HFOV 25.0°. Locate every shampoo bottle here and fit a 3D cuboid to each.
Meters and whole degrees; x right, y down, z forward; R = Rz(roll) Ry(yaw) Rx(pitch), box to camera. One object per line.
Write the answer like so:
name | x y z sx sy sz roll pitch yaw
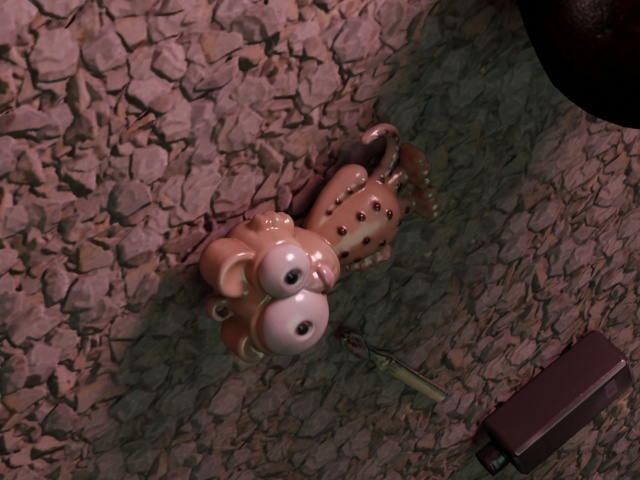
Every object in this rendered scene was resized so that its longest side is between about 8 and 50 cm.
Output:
shampoo bottle | 0.321 0.235 2.015 0.246 0.079 0.080 -39 143 -6

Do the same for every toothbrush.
toothbrush | 0.094 0.158 1.772 0.026 0.028 0.294 -46 149 6

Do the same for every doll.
doll | 0.001 0.001 1.453 0.278 0.119 0.154 -41 131 -13

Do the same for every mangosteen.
mangosteen | 0.335 -0.243 1.353 0.330 0.330 0.330 -25 140 -23
